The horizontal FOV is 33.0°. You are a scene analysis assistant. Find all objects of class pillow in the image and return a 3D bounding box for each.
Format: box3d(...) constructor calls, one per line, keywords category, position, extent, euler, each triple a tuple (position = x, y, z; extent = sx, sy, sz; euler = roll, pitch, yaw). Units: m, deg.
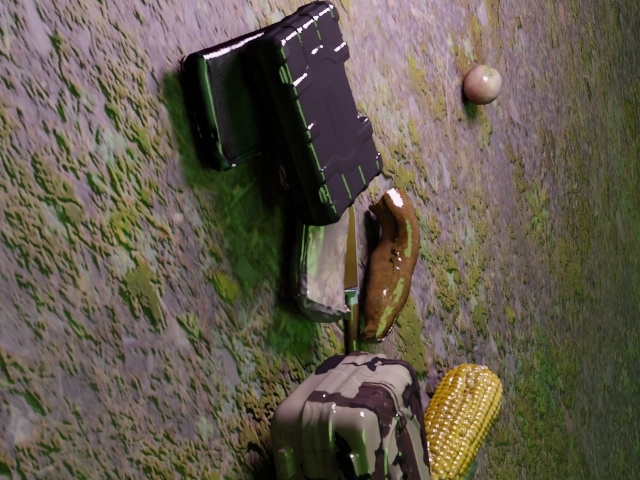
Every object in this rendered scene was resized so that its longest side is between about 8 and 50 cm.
box3d(category="pillow", position=(0.000, 0.000, 1.672), extent=(0.169, 0.059, 0.255), euler=(19, 72, -56))

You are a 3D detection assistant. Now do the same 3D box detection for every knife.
box3d(category="knife", position=(0.047, 0.076, 1.781), extent=(0.061, 0.027, 0.343), euler=(-9, 98, -55))

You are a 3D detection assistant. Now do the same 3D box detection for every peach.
box3d(category="peach", position=(0.330, -0.317, 2.211), extent=(0.083, 0.083, 0.083), euler=(0, 90, -59))

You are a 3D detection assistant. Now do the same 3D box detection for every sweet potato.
box3d(category="sweet potato", position=(0.109, 0.046, 1.836), extent=(0.112, 0.085, 0.286), euler=(32, 64, -38))

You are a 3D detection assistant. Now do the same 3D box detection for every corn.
box3d(category="corn", position=(0.247, 0.358, 2.019), extent=(0.347, 0.130, 0.130), euler=(-57, 136, -41))

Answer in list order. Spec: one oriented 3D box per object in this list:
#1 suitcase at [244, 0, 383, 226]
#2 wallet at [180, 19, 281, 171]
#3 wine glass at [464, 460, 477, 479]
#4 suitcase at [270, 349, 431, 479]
box3d(category="suitcase", position=(-0.004, -0.185, 1.566), extent=(0.206, 0.066, 0.285), euler=(-49, 127, -51))
box3d(category="wallet", position=(-0.082, -0.218, 1.545), extent=(0.318, 0.045, 0.172), euler=(-39, 120, -54))
box3d(category="wine glass", position=(0.252, 0.489, 2.079), extent=(0.073, 0.073, 0.155), euler=(55, 45, -44))
box3d(category="suitcase", position=(0.060, 0.352, 1.648), extent=(0.339, 0.194, 0.351), euler=(-37, 122, -61))
